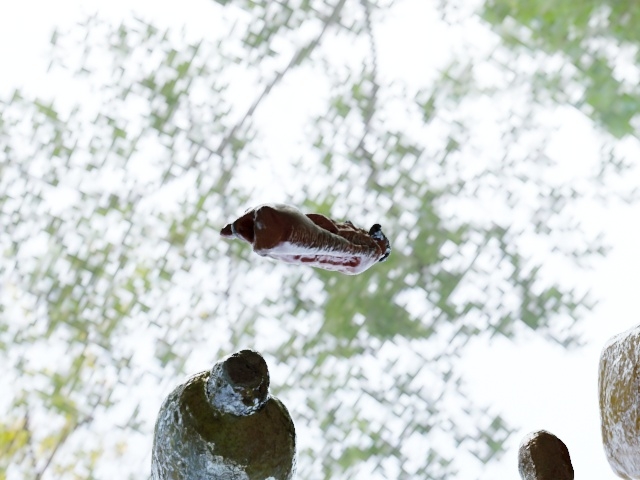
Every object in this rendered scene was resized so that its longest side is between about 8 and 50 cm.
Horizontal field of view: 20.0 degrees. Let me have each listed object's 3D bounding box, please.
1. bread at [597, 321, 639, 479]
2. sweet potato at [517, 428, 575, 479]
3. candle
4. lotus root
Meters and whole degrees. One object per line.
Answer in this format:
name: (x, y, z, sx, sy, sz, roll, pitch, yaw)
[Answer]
bread: (0.361, 0.161, 1.850, 0.121, 0.245, 0.174, -7, -98, -9)
sweet potato: (0.203, 0.227, 1.555, 0.050, 0.050, 0.214, 18, -153, -15)
candle: (0.000, 0.000, 1.777, 0.084, 0.059, 0.302, 16, -176, 30)
lotus root: (-0.068, 0.148, 1.268, 0.113, 0.192, 0.088, 37, -130, 21)
